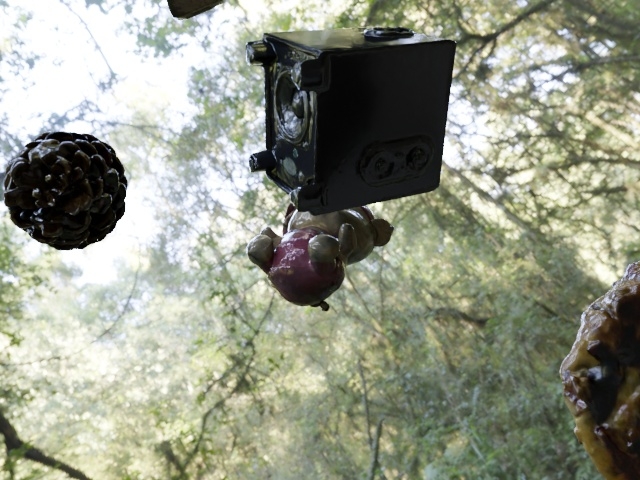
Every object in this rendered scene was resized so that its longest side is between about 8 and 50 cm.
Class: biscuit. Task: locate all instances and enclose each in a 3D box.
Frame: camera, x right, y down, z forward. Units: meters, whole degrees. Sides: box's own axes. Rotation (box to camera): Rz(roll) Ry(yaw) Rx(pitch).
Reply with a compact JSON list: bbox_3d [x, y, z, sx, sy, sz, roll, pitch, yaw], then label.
[{"bbox_3d":[0.419,0.141,0.654,0.334,0.289,0.081,-31,3,-7],"label":"biscuit"}]

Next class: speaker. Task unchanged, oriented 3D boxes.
[{"bbox_3d":[0.041,-0.186,0.879,0.254,0.184,0.232,-13,-60,-27],"label":"speaker"}]

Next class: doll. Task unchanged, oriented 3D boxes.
[{"bbox_3d":[0.001,-0.003,1.039,0.256,0.196,0.152,-43,-21,-53],"label":"doll"}]

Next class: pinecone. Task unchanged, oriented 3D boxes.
[{"bbox_3d":[-0.462,-0.092,1.099,0.224,0.224,0.272,-30,12,-18],"label":"pinecone"}]

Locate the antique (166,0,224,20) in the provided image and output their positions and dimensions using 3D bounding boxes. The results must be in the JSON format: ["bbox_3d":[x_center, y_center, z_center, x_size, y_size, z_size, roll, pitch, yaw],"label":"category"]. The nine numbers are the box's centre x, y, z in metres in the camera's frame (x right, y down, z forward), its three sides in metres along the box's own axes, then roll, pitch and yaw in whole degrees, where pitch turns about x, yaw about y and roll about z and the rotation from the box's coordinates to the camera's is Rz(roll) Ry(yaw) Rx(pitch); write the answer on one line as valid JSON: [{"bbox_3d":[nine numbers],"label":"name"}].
[{"bbox_3d":[-0.199,-0.479,0.844,0.150,0.125,0.284,-19,-50,2],"label":"antique"}]
